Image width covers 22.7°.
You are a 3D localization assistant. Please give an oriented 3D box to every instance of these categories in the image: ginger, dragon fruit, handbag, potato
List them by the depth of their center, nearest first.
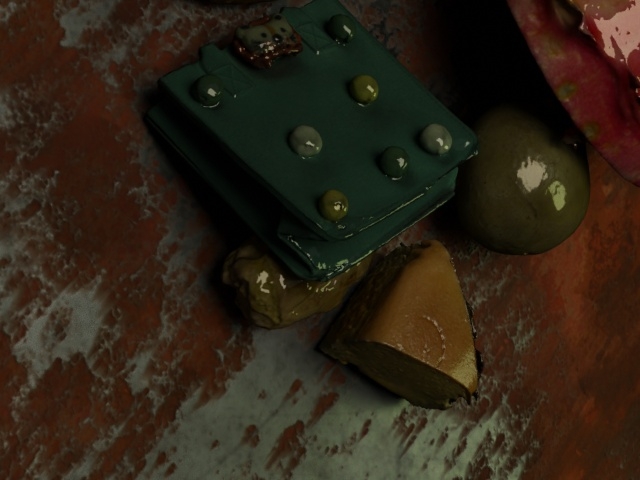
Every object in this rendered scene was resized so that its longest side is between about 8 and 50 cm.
[{"bbox_3d":[0.000,-0.120,1.659,0.268,0.100,0.274,-32,74,-34],"label":"handbag"},{"bbox_3d":[0.000,0.000,1.710,0.263,0.116,0.109,-48,153,-37],"label":"ginger"},{"bbox_3d":[0.369,-0.268,1.873,0.386,0.249,0.371,46,24,-31],"label":"dragon fruit"},{"bbox_3d":[0.241,-0.078,1.877,0.235,0.160,0.178,-49,153,-46],"label":"potato"}]

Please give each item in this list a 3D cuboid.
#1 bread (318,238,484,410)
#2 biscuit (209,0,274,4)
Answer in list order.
[{"bbox_3d":[0.112,0.104,1.763,0.160,0.140,0.169,45,58,-17],"label":"bread"},{"bbox_3d":[-0.095,-0.388,1.709,0.296,0.075,0.296,8,77,-37],"label":"biscuit"}]
